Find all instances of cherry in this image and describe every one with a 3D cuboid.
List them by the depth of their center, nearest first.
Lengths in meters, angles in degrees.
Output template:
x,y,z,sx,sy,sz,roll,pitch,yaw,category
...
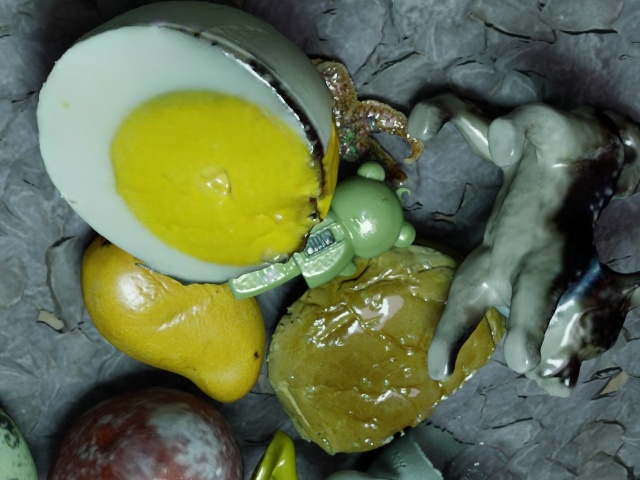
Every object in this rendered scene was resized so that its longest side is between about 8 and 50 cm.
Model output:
x,y,z,sx,sy,sz,roll,pitch,yaw,category
-0.198,0.278,1.866,0.213,0.285,0.236,28,68,-20,cherry

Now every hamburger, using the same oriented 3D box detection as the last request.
x,y,z,sx,sy,sz,roll,pitch,yaw,category
0.066,0.100,1.898,0.309,0.132,0.211,-34,121,6,hamburger

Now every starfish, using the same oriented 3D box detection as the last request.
x,y,z,sx,sy,sz,roll,pitch,yaw,category
0.013,-0.126,1.826,0.210,0.053,0.150,10,101,-14,starfish

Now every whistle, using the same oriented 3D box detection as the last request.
x,y,z,sx,sy,sz,roll,pitch,yaw,category
0.000,0.000,1.804,0.227,0.085,0.105,-29,94,-1,whistle

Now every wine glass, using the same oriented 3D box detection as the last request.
x,y,z,sx,sy,sz,roll,pitch,yaw,category
0.086,0.393,2.019,0.190,0.190,0.357,32,104,-26,wine glass

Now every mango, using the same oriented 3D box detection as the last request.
x,y,z,sx,sy,sz,roll,pitch,yaw,category
-0.162,0.077,1.843,0.157,0.109,0.262,-45,122,-2,mango

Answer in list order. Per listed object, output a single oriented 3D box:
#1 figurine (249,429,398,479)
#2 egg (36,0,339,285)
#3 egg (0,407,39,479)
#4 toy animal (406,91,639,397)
x,y,z,sx,sy,sz,roll,pitch,yaw,category
0.050,0.404,1.844,0.338,0.204,0.283,20,76,0,figurine
-0.120,-0.131,1.690,0.337,0.201,0.337,9,132,9,egg
-0.403,0.287,1.850,0.177,0.177,0.228,4,103,-16,egg
0.270,0.002,1.816,0.303,0.194,0.344,2,84,-38,toy animal
